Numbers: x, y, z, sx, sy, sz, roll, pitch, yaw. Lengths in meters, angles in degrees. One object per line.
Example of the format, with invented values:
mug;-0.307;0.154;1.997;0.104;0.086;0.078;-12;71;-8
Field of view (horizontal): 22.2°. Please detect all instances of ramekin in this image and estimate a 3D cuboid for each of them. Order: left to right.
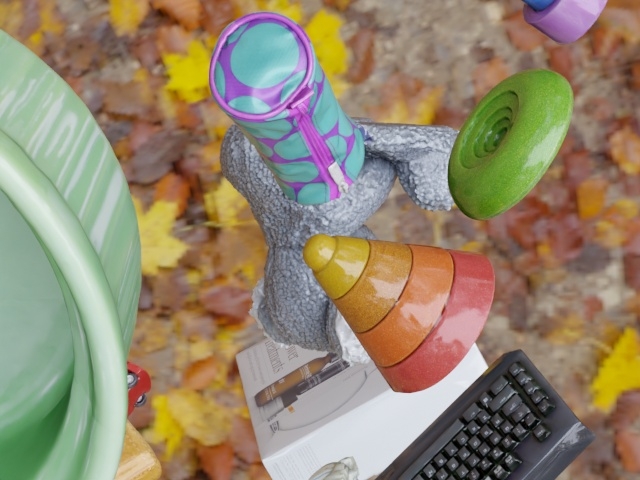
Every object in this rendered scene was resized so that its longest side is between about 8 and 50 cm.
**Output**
ramekin;-0.227;0.027;0.753;0.303;0.148;0.303;2;115;4

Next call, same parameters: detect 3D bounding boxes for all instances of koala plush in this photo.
koala plush;0.000;0.000;1.484;0.203;0.196;0.221;-1;98;-34

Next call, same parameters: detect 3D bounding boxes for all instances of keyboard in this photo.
keyboard;0.093;0.249;1.307;0.317;0.201;0.033;-47;134;9

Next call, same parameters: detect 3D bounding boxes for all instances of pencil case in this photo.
pencil case;-0.016;-0.073;0.947;0.064;0.152;0.070;-41;67;-1

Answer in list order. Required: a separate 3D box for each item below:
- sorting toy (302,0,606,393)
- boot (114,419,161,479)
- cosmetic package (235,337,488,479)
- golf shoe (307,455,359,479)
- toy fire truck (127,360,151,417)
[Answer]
sorting toy;0.091;-0.076;1.200;0.126;0.127;0.366;30;75;-21
boot;-0.276;0.138;1.191;0.211;0.295;0.104;-34;146;-35
cosmetic package;0.049;0.171;2.046;0.284;0.377;0.097;-27;107;0
golf shoe;-0.023;0.148;0.716;0.086;0.176;0.069;-8;104;16
toy fire truck;-0.304;0.205;1.914;0.192;0.135;0.047;-52;147;-27
